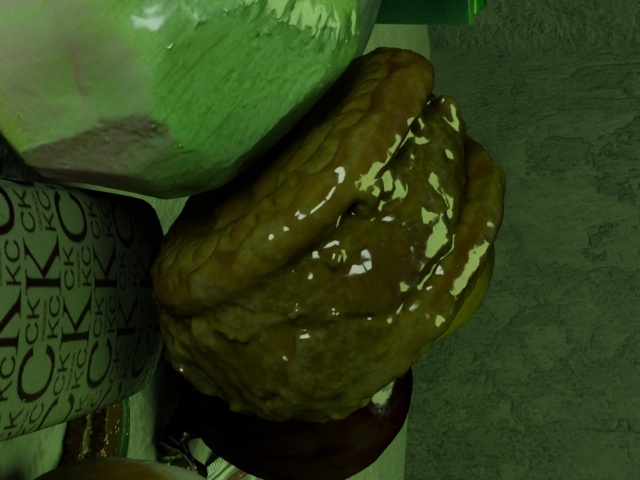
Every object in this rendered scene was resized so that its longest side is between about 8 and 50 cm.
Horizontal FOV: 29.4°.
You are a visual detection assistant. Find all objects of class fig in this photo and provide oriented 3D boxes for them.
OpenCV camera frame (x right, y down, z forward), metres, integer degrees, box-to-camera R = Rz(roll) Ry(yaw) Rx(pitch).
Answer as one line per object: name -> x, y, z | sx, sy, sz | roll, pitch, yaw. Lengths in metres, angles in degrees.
fig -> -0.032, 0.112, 1.092 | 0.214, 0.235, 0.234 | -3, 94, -43

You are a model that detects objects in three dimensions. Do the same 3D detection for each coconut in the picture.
coconut -> -0.106, -0.121, 0.709 | 0.204, 0.236, 0.236 | 51, 23, -14

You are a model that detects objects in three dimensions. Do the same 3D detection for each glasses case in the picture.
glasses case -> -0.160, 0.034, 0.711 | 0.355, 0.085, 0.137 | 1, 92, -81

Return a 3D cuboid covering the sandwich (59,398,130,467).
sandwich -> -0.161, 0.150, 0.868 | 0.067, 0.029, 0.135 | 79, 16, -51

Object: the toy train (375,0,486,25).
toy train -> 0.074, -0.320, 1.445 | 0.202, 0.301, 0.120 | -44, 135, -64

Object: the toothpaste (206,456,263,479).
toothpaste -> -0.077, 0.320, 1.273 | 0.089, 0.057, 0.234 | -34, 125, -49

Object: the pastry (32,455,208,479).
pastry -> -0.126, 0.189, 0.725 | 0.156, 0.157, 0.092 | -61, 143, -69

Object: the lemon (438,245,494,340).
lemon -> 0.088, 0.002, 1.603 | 0.316, 0.285, 0.285 | 18, 66, -34

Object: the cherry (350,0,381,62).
cherry -> -0.052, -0.219, 0.941 | 0.255, 0.218, 0.296 | 79, 19, -73

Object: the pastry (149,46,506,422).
pastry -> 0.000, 0.000, 0.764 | 0.240, 0.132, 0.235 | -48, -163, -17

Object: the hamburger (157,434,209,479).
hamburger -> -0.112, 0.237, 0.897 | 0.189, 0.093, 0.164 | -51, 156, -80
